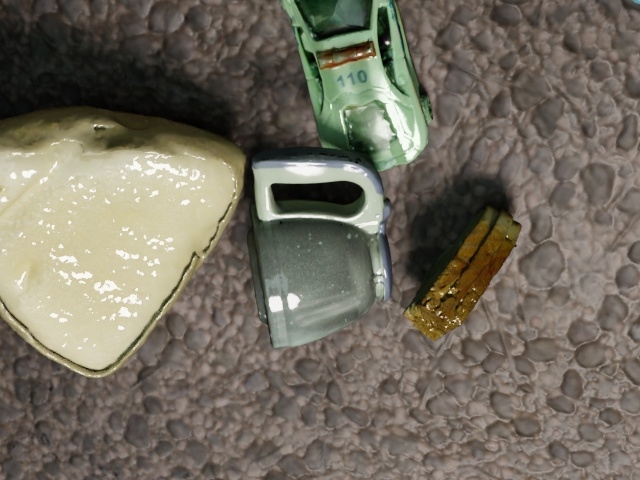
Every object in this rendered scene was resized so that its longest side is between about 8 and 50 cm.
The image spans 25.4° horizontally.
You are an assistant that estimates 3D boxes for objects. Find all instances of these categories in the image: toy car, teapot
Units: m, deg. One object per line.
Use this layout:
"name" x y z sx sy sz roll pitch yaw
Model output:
"toy car" 0.021 -0.135 1.025 0.093 0.058 0.186 -11 108 15
"teapot" -0.001 0.001 1.058 0.108 0.111 0.149 -9 96 -4

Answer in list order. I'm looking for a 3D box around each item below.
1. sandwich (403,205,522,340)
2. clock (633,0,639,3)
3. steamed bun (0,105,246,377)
"sandwich" 0.106 0.023 1.056 0.036 0.093 0.105 36 79 -2
"clock" 0.294 -0.272 0.905 0.274 0.094 0.223 -27 101 21
"steamed bun" -0.189 -0.030 1.074 0.212 0.110 0.231 30 110 -24
